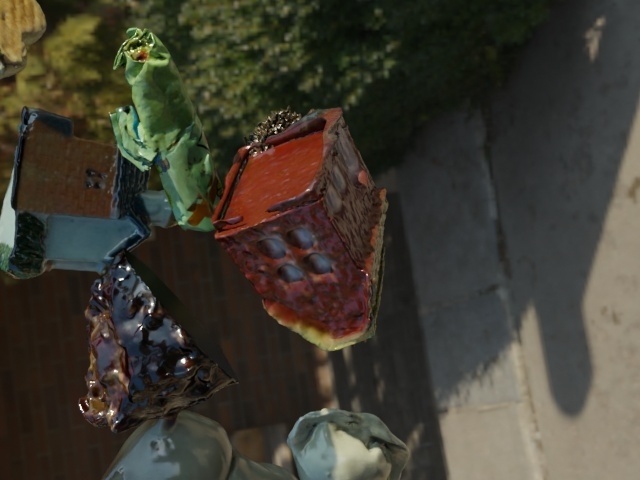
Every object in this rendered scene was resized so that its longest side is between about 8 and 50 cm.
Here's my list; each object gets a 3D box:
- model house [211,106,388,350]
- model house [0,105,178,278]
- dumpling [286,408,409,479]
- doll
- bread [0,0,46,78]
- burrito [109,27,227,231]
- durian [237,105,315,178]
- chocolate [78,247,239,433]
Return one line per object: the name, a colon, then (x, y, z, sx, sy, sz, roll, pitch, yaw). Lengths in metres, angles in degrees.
model house: (0.000, 0.000, 1.382, 0.254, 0.160, 0.196, 61, -157, -29)
model house: (-0.338, -0.055, 1.711, 0.184, 0.291, 0.253, -164, 83, -75)
dumpling: (0.046, 0.343, 1.750, 0.250, 0.162, 0.132, 52, 174, -29)
doll: (-0.175, 0.417, 1.805, 0.370, 0.215, 0.226, 44, -177, -17)
bread: (-0.435, -0.297, 1.196, 0.054, 0.316, 0.316, -36, 55, 28)
burrito: (-0.192, -0.119, 1.358, 0.054, 0.104, 0.288, -116, 8, -57)
durian: (-0.031, -0.117, 1.691, 0.167, 0.196, 0.196, 137, 125, -60)
chocolate: (-0.237, 0.144, 1.361, 0.206, 0.177, 0.224, 50, 176, -21)
